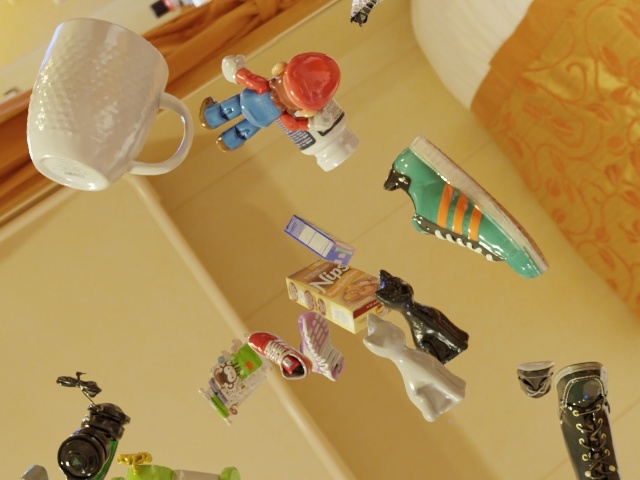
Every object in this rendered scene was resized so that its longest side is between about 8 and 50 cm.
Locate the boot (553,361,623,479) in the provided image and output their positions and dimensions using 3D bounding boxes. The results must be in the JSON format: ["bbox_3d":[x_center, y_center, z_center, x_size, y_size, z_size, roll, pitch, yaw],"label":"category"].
[{"bbox_3d":[0.438,0.314,1.037,0.236,0.085,0.178,67,-164,-49],"label":"boot"}]

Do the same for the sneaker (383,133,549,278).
[{"bbox_3d":[0.227,-0.033,1.046,0.302,0.121,0.108,48,-163,22],"label":"sneaker"}]

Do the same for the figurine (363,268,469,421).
[{"bbox_3d":[0.160,0.175,1.143,0.209,0.092,0.215,45,-149,-14],"label":"figurine"}]

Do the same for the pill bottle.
[{"bbox_3d":[-0.026,-0.315,1.652,0.264,0.153,0.153,49,174,-17],"label":"pill bottle"}]

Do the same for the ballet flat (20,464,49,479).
[{"bbox_3d":[-0.702,0.668,1.627,0.068,0.072,0.213,-36,-63,-59],"label":"ballet flat"}]

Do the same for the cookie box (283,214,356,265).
[{"bbox_3d":[0.000,0.000,1.204,0.107,0.040,0.092,34,-173,27],"label":"cookie box"}]

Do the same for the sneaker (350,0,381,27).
[{"bbox_3d":[0.092,-0.458,1.290,0.038,0.069,0.098,21,170,-25],"label":"sneaker"}]

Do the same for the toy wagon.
[{"bbox_3d":[-0.275,0.482,1.238,0.344,0.267,0.068,57,-153,-52],"label":"toy wagon"}]

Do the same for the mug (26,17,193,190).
[{"bbox_3d":[-0.486,-0.284,1.522,0.374,0.328,0.276,16,158,-13],"label":"mug"}]

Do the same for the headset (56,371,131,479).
[{"bbox_3d":[-0.663,0.546,1.839,0.243,0.185,0.394,-69,-6,-58],"label":"headset"}]

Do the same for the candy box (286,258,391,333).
[{"bbox_3d":[0.062,0.161,2.015,0.316,0.183,0.087,23,130,45],"label":"candy box"}]

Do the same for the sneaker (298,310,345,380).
[{"bbox_3d":[-0.020,0.289,1.773,0.104,0.095,0.236,3,132,35],"label":"sneaker"}]

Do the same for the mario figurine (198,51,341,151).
[{"bbox_3d":[-0.094,-0.308,1.376,0.198,0.320,0.170,18,-121,-54],"label":"mario figurine"}]

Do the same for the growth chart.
[{"bbox_3d":[-0.253,0.409,1.946,0.172,0.237,0.021,46,159,-12],"label":"growth chart"}]

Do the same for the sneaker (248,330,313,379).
[{"bbox_3d":[-0.067,0.185,1.043,0.118,0.042,0.067,28,-178,3],"label":"sneaker"}]

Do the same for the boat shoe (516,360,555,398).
[{"bbox_3d":[0.473,0.303,1.413,0.233,0.084,0.079,45,-141,-67],"label":"boat shoe"}]
